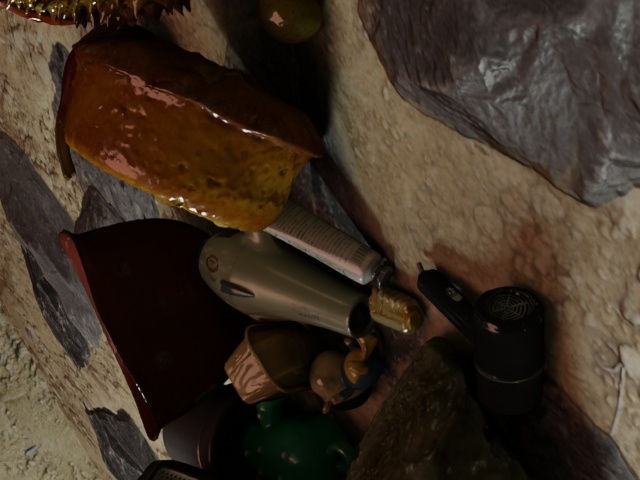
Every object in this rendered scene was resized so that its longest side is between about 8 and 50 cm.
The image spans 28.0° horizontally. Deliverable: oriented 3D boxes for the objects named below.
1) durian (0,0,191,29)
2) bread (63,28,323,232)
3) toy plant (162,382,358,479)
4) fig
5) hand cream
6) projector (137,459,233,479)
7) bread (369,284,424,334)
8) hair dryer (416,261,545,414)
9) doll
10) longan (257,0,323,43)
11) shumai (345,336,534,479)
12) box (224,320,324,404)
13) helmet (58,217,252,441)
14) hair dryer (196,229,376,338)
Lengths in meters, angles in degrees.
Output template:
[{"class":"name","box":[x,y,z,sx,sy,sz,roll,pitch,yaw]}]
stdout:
[{"class":"durian","box":[-0.263,-0.390,1.409,0.384,0.347,0.347,-5,114,35]},{"class":"bread","box":[-0.152,-0.128,1.473,0.312,0.312,0.172,27,95,52]},{"class":"toy plant","box":[-0.078,0.302,1.921,0.400,0.185,0.279,6,92,53]},{"class":"fig","box":[-0.301,-0.205,1.781,0.175,0.207,0.175,56,165,23]},{"class":"hand cream","box":[0.000,0.000,1.547,0.194,0.067,0.042,30,149,22]},{"class":"projector","box":[-0.068,0.528,1.810,0.405,0.242,0.395,15,154,32]},{"class":"bread","box":[0.091,0.082,1.519,0.088,0.034,0.049,17,116,52]},{"class":"hair dryer","box":[0.159,0.076,1.358,0.219,0.072,0.124,47,151,49]},{"class":"doll","box":[0.031,0.174,1.678,0.089,0.102,0.179,18,147,1]},{"class":"longan","box":[-0.029,-0.251,1.378,0.083,0.075,0.075,-39,77,24]},{"class":"shumai","box":[0.173,0.296,1.453,0.263,0.304,0.309,26,170,-4]},{"class":"box","box":[-0.052,0.163,1.739,0.111,0.177,0.111,0,90,26]},{"class":"helmet","box":[-0.218,0.097,1.890,0.337,0.230,0.385,65,166,7]},{"class":"hair dryer","box":[-0.036,0.006,1.640,0.296,0.119,0.298,39,135,29]}]
